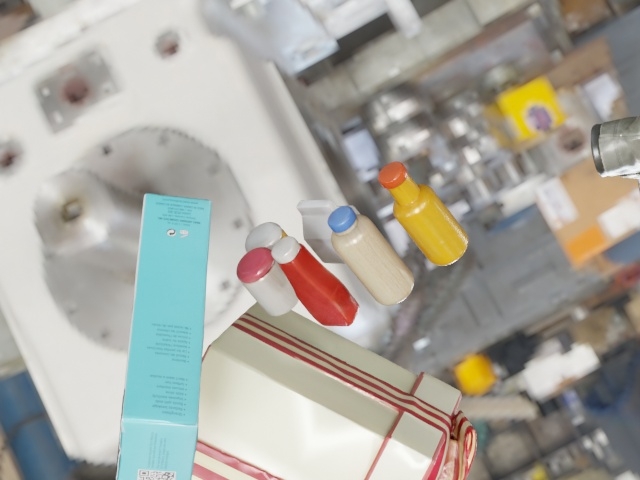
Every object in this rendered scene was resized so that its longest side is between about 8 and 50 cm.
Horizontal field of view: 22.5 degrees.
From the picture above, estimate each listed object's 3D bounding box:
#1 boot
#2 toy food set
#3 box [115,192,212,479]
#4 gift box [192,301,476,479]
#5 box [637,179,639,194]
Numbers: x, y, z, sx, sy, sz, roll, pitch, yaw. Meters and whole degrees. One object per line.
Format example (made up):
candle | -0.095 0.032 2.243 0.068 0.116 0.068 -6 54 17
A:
boot | 0.333 -0.085 1.286 0.161 0.083 0.246 -14 166 42
toy food set | 0.000 0.000 1.396 0.232 0.104 0.111 0 -130 43
box | -0.127 0.082 1.319 0.060 0.244 0.100 5 136 -6
gift box | -0.017 0.235 1.490 0.255 0.258 0.276 -65 175 19
box | 0.419 0.007 1.659 0.159 0.233 0.044 -10 140 12
